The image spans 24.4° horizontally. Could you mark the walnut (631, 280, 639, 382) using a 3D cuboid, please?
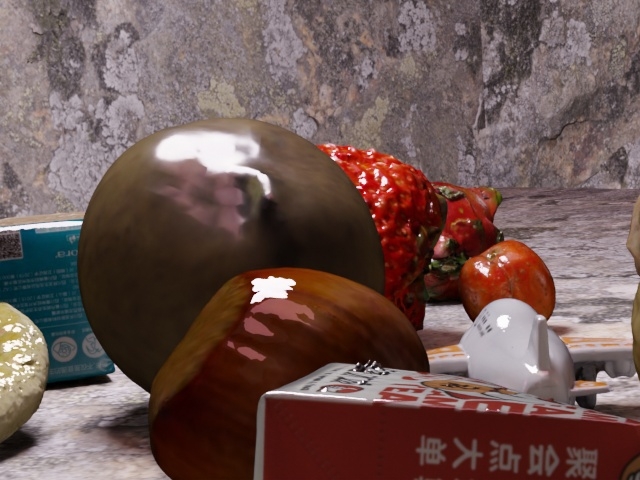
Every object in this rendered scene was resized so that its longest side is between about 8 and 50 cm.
[{"bbox_3d":[0.361,0.067,1.092,0.227,0.283,0.283,-31,13,-12],"label":"walnut"}]

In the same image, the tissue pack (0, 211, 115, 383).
[{"bbox_3d":[-0.374,0.072,1.667,0.270,0.192,0.134,-5,7,-20],"label":"tissue pack"}]

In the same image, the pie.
[{"bbox_3d":[-0.404,0.138,1.401,0.337,0.075,0.337,-5,19,2],"label":"pie"}]

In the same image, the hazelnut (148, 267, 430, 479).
[{"bbox_3d":[-0.024,0.126,1.108,0.210,0.210,0.186,-10,-15,-47],"label":"hazelnut"}]

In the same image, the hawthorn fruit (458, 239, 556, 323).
[{"bbox_3d":[0.228,0.060,1.823,0.128,0.128,0.128,-3,6,0],"label":"hawthorn fruit"}]

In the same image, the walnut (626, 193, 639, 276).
[{"bbox_3d":[0.518,-0.013,1.970,0.224,0.224,0.224,-3,6,0],"label":"walnut"}]

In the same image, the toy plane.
[{"bbox_3d":[0.182,0.110,1.351,0.244,0.117,0.245,-5,7,1],"label":"toy plane"}]

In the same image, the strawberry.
[{"bbox_3d":[0.000,0.000,1.764,0.288,0.239,0.250,15,14,-14],"label":"strawberry"}]

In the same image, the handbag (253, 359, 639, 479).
[{"bbox_3d":[0.119,0.152,0.838,0.298,0.151,0.171,2,1,13],"label":"handbag"}]

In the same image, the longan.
[{"bbox_3d":[-0.086,0.028,1.454,0.318,0.319,0.319,-3,6,0],"label":"longan"}]

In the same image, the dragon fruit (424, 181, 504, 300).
[{"bbox_3d":[0.198,0.010,2.173,0.269,0.198,0.200,26,21,-43],"label":"dragon fruit"}]
